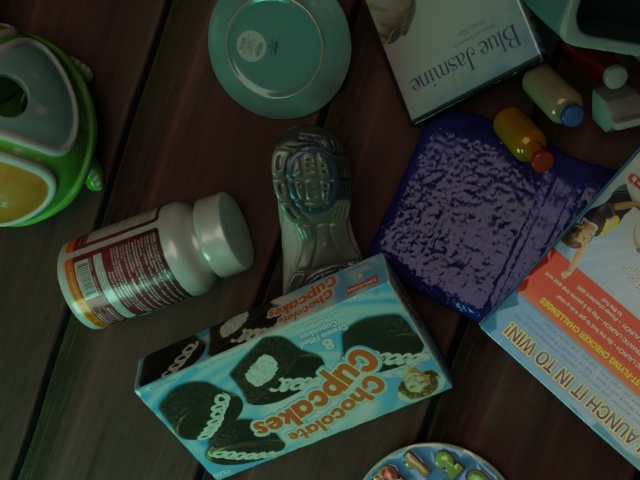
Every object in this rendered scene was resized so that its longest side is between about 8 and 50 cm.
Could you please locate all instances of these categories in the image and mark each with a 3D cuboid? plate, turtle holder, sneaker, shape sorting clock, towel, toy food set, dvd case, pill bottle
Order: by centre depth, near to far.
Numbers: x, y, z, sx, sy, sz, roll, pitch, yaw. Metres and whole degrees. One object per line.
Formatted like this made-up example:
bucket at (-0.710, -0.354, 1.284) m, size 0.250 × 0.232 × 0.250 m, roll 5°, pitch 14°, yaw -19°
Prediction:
toy food set at (0.312, -0.156, 1.016) m, size 0.232 × 0.104 × 0.111 m, roll -13°, pitch 125°, yaw -5°
dvd case at (0.131, -0.278, 1.067) m, size 0.180 × 0.022 × 0.253 m, roll -25°, pitch 83°, yaw 34°
towel at (0.232, -0.003, 1.095) m, size 0.308 × 0.076 × 0.228 m, roll 25°, pitch 88°, yaw 14°
shape sorting clock at (0.136, 0.343, 1.121) m, size 0.206 × 0.040 × 0.206 m, roll 0°, pitch 89°, yaw 15°
sneaker at (0.000, 0.000, 1.133) m, size 0.111 × 0.129 × 0.297 m, roll -4°, pitch 108°, yaw -5°
plate at (-0.055, -0.239, 1.161) m, size 0.188 × 0.024 × 0.188 m, roll 5°, pitch 111°, yaw 14°
pill bottle at (-0.203, 0.023, 1.175) m, size 0.221 × 0.121 × 0.121 m, roll -19°, pitch 84°, yaw 13°
turtle holder at (-0.414, -0.179, 1.179) m, size 0.243 × 0.227 × 0.320 m, roll 8°, pitch 91°, yaw 15°

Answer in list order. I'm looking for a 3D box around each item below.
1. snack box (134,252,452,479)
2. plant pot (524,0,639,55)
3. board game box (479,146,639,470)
snack box at (-0.029, 0.156, 1.105) m, size 0.322 × 0.060 × 0.187 m, roll -24°, pitch 125°, yaw 12°
plant pot at (0.336, -0.326, 0.947) m, size 0.247 × 0.252 × 0.248 m, roll 7°, pitch 112°, yaw -13°
board game box at (0.378, 0.081, 0.962) m, size 0.308 × 0.086 × 0.302 m, roll 43°, pitch 93°, yaw 16°
